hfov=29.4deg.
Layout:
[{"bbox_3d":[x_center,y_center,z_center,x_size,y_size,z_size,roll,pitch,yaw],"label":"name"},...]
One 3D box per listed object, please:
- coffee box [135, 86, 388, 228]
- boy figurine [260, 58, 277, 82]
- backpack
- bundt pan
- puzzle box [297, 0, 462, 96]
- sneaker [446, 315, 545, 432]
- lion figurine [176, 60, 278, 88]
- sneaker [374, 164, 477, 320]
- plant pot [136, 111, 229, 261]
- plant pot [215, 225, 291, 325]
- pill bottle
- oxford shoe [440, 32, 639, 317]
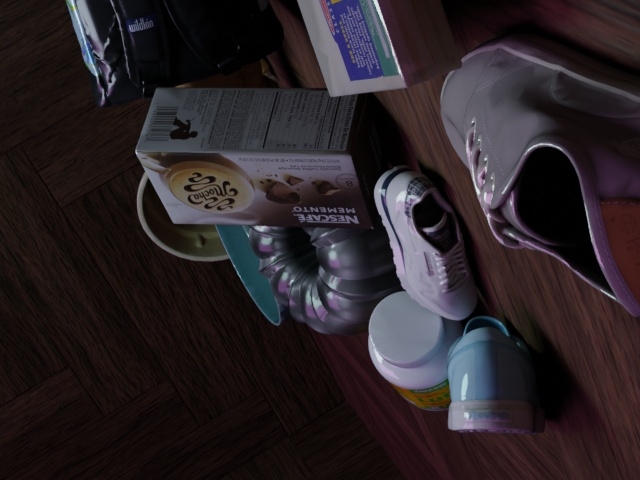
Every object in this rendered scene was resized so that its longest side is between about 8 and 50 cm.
[{"bbox_3d":[-0.072,-0.110,1.637,0.168,0.297,0.119,71,-154,-54],"label":"coffee box"},{"bbox_3d":[-0.158,-0.301,2.162,0.177,0.092,0.285,-7,117,47],"label":"boy figurine"},{"bbox_3d":[-0.239,-0.407,1.658,0.273,0.290,0.356,-104,-7,-51],"label":"backpack"},{"bbox_3d":[0.000,0.000,1.823,0.331,0.124,0.331,35,138,40],"label":"bundt pan"},{"bbox_3d":[-0.006,-0.321,1.027,0.272,0.052,0.409,-156,46,-76],"label":"puzzle box"},{"bbox_3d":[0.231,0.177,1.596,0.366,0.135,0.150,61,-149,-80],"label":"sneaker"},{"bbox_3d":[-0.175,-0.253,1.908,0.392,0.142,0.240,17,-124,-40],"label":"lion figurine"},{"bbox_3d":[0.147,0.016,1.545,0.095,0.090,0.235,24,149,56],"label":"sneaker"},{"bbox_3d":[-0.252,-0.179,2.658,0.305,0.333,0.334,-112,-2,-50],"label":"plant pot"},{"bbox_3d":[-0.062,-0.013,2.298,0.290,0.195,0.290,56,165,24],"label":"plant pot"},{"bbox_3d":[0.145,0.154,1.736,0.136,0.136,0.246,55,-178,24],"label":"pill bottle"},{"bbox_3d":[0.168,-0.056,0.928,0.169,0.130,0.449,60,174,-20],"label":"oxford shoe"}]
